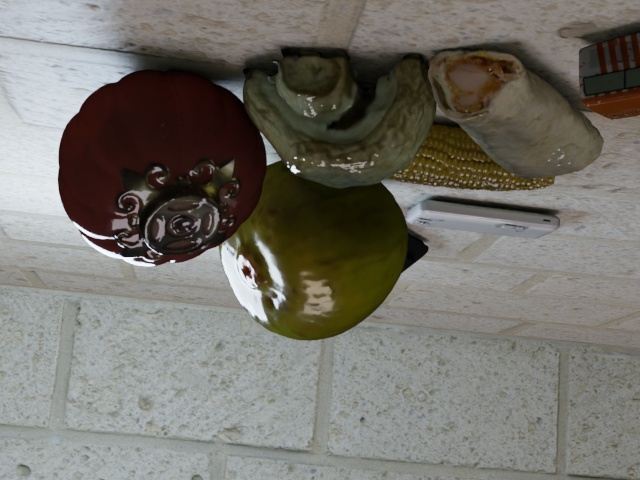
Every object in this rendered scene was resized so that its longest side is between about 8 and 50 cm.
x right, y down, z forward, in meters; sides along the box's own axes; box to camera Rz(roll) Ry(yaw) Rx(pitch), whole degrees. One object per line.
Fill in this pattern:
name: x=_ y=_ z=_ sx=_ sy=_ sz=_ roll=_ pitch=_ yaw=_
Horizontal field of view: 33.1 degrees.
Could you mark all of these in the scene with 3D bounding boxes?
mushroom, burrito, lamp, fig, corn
mushroom: x=0.022 y=-0.153 z=1.467 sx=0.267 sy=0.164 sz=0.189 roll=4 pitch=167 yaw=6
burrito: x=0.264 y=-0.165 z=1.458 sx=0.143 sy=0.105 sz=0.299 roll=-8 pitch=161 yaw=33
lamp: x=-0.227 y=-0.103 z=1.553 sx=0.303 sy=0.257 sz=0.303 roll=-12 pitch=136 yaw=-12
fig: x=0.004 y=0.007 z=1.891 sx=0.344 sy=0.343 sz=0.343 roll=5 pitch=168 yaw=1
corn: x=0.214 y=-0.128 z=1.664 sx=0.311 sy=0.101 sz=0.101 roll=6 pitch=168 yaw=-12

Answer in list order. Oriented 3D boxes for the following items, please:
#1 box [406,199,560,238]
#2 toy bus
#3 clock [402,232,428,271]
box: x=0.321 y=-0.040 z=2.143 sx=0.285 sy=0.044 sz=0.142 roll=6 pitch=170 yaw=-7
toy bus: x=0.481 y=-0.211 z=1.184 sx=0.409 sy=0.092 sz=0.093 roll=-6 pitch=166 yaw=44
clock: x=0.089 y=0.070 z=2.385 sx=0.279 sy=0.049 sz=0.273 roll=-39 pitch=152 yaw=16
